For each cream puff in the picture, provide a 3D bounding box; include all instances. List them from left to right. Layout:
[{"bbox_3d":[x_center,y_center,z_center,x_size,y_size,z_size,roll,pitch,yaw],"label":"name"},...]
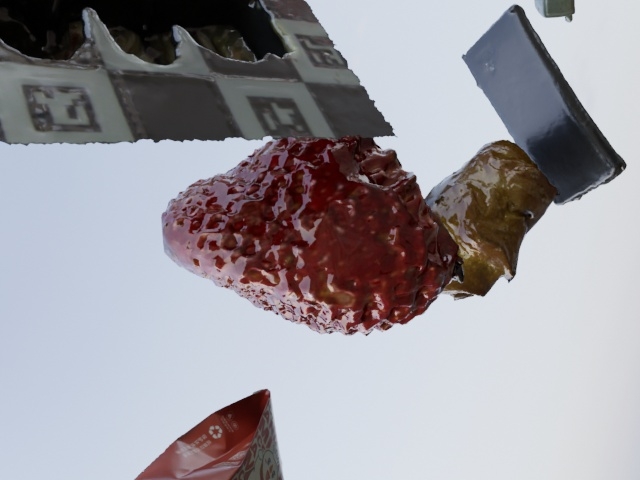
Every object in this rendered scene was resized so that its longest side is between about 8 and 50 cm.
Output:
[{"bbox_3d":[0.208,-0.023,1.176,0.269,0.155,0.241,-58,2,-35],"label":"cream puff"}]

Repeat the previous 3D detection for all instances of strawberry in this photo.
[{"bbox_3d":[-0.003,-0.003,0.863,0.258,0.261,0.261,-38,-34,-2],"label":"strawberry"}]

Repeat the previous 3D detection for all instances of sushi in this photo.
[{"bbox_3d":[-0.165,-0.150,0.690,0.373,0.296,0.100,-7,-36,-37],"label":"sushi"}]

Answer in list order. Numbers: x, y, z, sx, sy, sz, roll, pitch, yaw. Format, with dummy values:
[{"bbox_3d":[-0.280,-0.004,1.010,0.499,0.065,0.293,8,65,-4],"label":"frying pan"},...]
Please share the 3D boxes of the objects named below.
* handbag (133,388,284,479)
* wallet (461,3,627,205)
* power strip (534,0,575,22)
[{"bbox_3d":[-0.151,0.382,1.379,0.298,0.151,0.171,-41,-45,-49],"label":"handbag"},{"bbox_3d":[0.315,-0.190,1.217,0.030,0.285,0.146,-26,-8,-31],"label":"wallet"},{"bbox_3d":[0.336,-0.451,1.232,0.078,0.052,0.272,-89,-11,-61],"label":"power strip"}]
